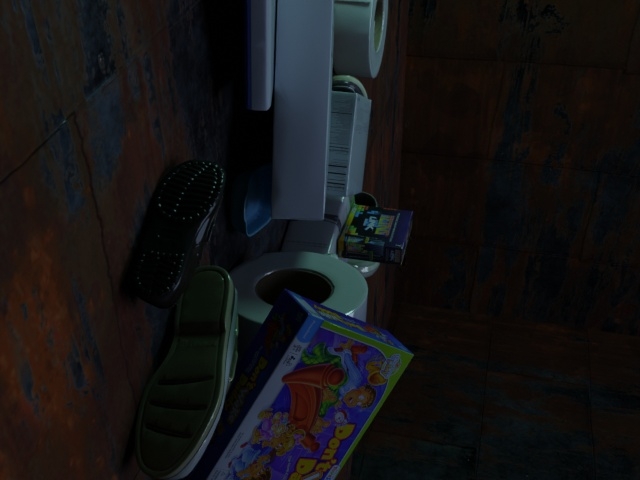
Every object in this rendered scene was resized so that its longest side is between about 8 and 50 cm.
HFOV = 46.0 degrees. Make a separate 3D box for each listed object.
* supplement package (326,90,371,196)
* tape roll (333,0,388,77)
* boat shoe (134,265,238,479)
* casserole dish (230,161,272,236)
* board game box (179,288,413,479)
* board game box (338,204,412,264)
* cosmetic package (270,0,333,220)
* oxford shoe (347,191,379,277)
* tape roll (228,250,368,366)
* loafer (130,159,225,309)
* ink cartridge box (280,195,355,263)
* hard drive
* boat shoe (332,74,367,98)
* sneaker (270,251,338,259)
[{"bbox_3d":[0.011,-0.202,1.559,0.194,0.149,0.203,-27,123,-76],"label":"supplement package"},{"bbox_3d":[0.101,-0.556,1.905,0.286,0.100,0.286,8,90,-79],"label":"tape roll"},{"bbox_3d":[-0.165,0.189,1.045,0.103,0.113,0.302,70,28,-54],"label":"boat shoe"},{"bbox_3d":[-0.117,-0.075,1.306,0.188,0.037,0.114,-50,146,-71],"label":"casserole dish"},{"bbox_3d":[-0.043,0.267,1.137,0.233,0.078,0.347,25,99,-39],"label":"board game box"},{"bbox_3d":[0.124,-0.016,1.676,0.170,0.141,0.048,-66,158,-57],"label":"board game box"},{"bbox_3d":[-0.029,-0.236,1.310,0.284,0.097,0.377,-73,166,-81],"label":"cosmetic package"},{"bbox_3d":[0.081,-0.022,1.995,0.449,0.169,0.130,-74,170,-67],"label":"oxford shoe"},{"bbox_3d":[-0.044,0.148,1.282,0.246,0.246,0.169,-62,156,-60],"label":"tape roll"},{"bbox_3d":[-0.182,-0.008,0.963,0.078,0.080,0.220,97,11,-59],"label":"loafer"},{"bbox_3d":[0.000,0.000,1.723,0.198,0.114,0.273,82,19,-49],"label":"ink cartridge box"},{"bbox_3d":[-0.086,-0.381,1.095,0.210,0.040,0.319,-90,-177,-53],"label":"hard drive"},{"bbox_3d":[0.062,-0.296,1.881,0.285,0.102,0.092,88,9,-63],"label":"boat shoe"},{"bbox_3d":[-0.021,0.166,1.534,0.108,0.169,0.293,-135,-134,-67],"label":"sneaker"}]
